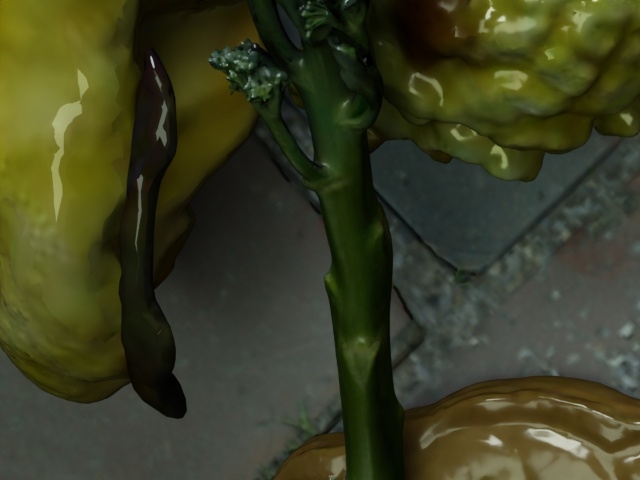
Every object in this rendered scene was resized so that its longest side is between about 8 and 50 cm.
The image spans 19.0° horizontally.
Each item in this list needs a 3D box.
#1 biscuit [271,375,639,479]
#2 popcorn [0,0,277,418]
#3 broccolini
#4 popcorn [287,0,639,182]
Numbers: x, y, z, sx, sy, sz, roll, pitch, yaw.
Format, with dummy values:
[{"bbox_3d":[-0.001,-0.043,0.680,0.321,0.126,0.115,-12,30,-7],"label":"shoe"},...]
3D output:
[{"bbox_3d":[0.131,0.222,1.004,0.351,0.057,0.312,7,103,18],"label":"biscuit"},{"bbox_3d":[-0.166,-0.083,0.882,0.349,0.349,0.382,-46,69,22],"label":"popcorn"},{"bbox_3d":[-0.003,-0.003,0.855,0.074,0.079,0.392,-7,126,-2],"label":"broccolini"},{"bbox_3d":[0.081,-0.131,0.887,0.169,0.218,0.189,-4,126,-23],"label":"popcorn"}]
